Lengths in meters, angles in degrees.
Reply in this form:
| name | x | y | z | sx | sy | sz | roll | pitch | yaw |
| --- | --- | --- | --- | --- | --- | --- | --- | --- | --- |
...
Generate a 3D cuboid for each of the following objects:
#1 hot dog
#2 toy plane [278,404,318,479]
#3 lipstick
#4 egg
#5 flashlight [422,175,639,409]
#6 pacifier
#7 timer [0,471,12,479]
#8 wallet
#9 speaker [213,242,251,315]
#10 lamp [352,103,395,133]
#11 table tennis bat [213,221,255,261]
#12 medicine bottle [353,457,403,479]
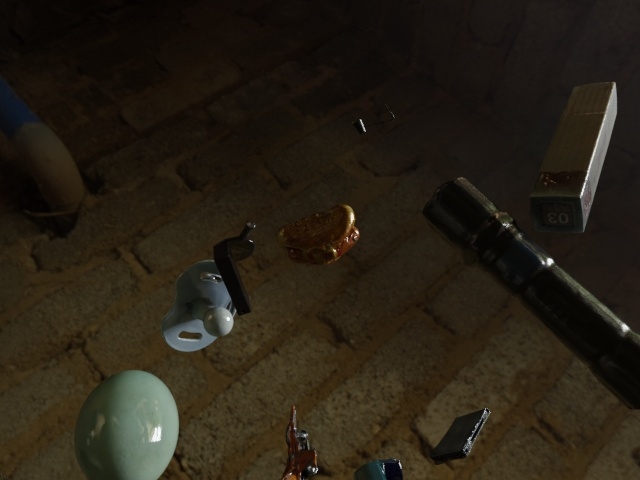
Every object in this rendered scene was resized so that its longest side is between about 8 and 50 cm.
| name | x | y | z | sx | sy | sz | roll | pitch | yaw |
| --- | --- | --- | --- | --- | --- | --- | --- | --- | --- |
| hot dog | 0.000 | 0.000 | 1.588 | 0.257 | 0.153 | 0.150 | -20 | 166 | -3 |
| toy plane | -0.040 | 0.382 | 0.917 | 0.135 | 0.062 | 0.188 | -53 | -164 | 32 |
| lipstick | 0.456 | -0.160 | 0.905 | 0.371 | 0.080 | 0.076 | -53 | 132 | -35 |
| egg | -0.543 | 0.531 | 1.446 | 0.276 | 0.389 | 0.275 | -8 | 115 | -17 |
| flashlight | 0.329 | 0.067 | 0.762 | 0.103 | 0.424 | 0.103 | -36 | 157 | -18 |
| pacifier | -0.329 | 0.217 | 1.537 | 0.244 | 0.233 | 0.299 | 17 | 96 | -38 |
| timer | -0.774 | 0.668 | 1.256 | 0.175 | 0.266 | 0.175 | -1 | 90 | -67 |
| wallet | 0.470 | 0.660 | 1.726 | 0.222 | 0.036 | 0.167 | -35 | 173 | -42 |
| speaker | -0.261 | 0.117 | 1.522 | 0.044 | 0.082 | 0.218 | -18 | 122 | -3 |
| lamp | 0.160 | -0.358 | 1.541 | 0.121 | 0.054 | 0.041 | -29 | -162 | 4 |
| table tennis bat | -0.294 | 0.011 | 1.839 | 0.150 | 0.027 | 0.236 | 7 | 142 | -30 |
| medicine bottle | 0.139 | 0.578 | 1.194 | 0.124 | 0.079 | 0.258 | -6 | 169 | 2 |
